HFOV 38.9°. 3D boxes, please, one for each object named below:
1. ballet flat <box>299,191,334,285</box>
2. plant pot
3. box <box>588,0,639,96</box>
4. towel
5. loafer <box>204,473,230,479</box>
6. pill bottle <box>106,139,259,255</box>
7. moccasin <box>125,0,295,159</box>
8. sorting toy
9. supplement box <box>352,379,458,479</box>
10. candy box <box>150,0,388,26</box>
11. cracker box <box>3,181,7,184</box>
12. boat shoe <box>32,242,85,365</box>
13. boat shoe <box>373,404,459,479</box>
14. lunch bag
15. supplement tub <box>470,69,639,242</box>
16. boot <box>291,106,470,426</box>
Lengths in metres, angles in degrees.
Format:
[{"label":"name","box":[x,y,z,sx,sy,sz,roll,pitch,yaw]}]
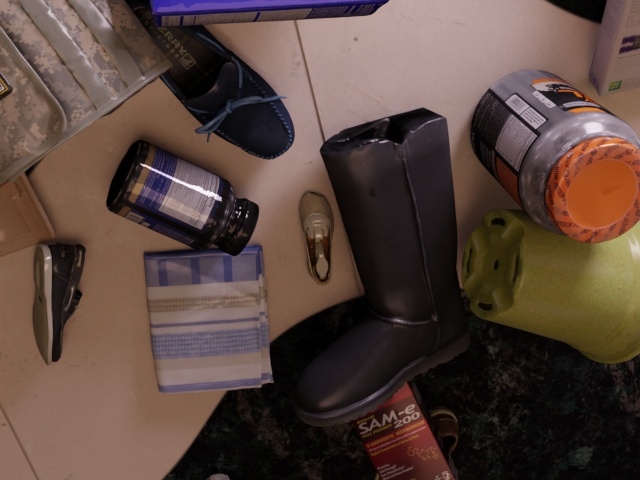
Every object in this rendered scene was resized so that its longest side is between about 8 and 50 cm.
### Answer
[{"label":"ballet flat","box":[0.000,0.000,1.534,0.057,0.052,0.168,-10,117,-4]},{"label":"plant pot","box":[0.384,0.053,1.493,0.253,0.276,0.276,9,114,-22]},{"label":"box","box":[0.551,-0.369,1.377,0.232,0.059,0.322,-13,147,-5]},{"label":"towel","box":[-0.193,0.141,1.580,0.209,0.034,0.285,-5,115,-6]},{"label":"loafer","box":[-0.262,0.574,1.739,0.111,0.112,0.320,16,113,-27]},{"label":"pill bottle","box":[-0.213,-0.059,1.424,0.219,0.123,0.123,26,109,-22]},{"label":"moccasin","box":[-0.175,-0.229,1.348,0.342,0.117,0.138,37,104,-24]},{"label":"sorting toy","box":[-0.544,-0.056,1.414,0.208,0.038,0.193,-18,118,3]},{"label":"supplement box","box":[0.148,0.361,1.677,0.130,0.073,0.240,-26,94,10]},{"label":"candy box","box":[-0.081,-0.432,1.212,0.317,0.122,0.268,-5,92,-10]},{"label":"cracker box","box":[-0.495,-0.194,1.291,0.155,0.067,0.232,-36,104,-4]},{"label":"boat shoe","box":[-0.429,0.108,1.492,0.079,0.084,0.233,-9,126,-34]},{"label":"boat shoe","box":[0.183,0.444,1.768,0.095,0.095,0.258,20,111,-20]},{"label":"lunch bag","box":[-0.387,-0.237,1.197,0.287,0.169,0.235,-41,105,-23]},{"label":"supplement tub","box":[0.365,-0.131,1.390,0.193,0.316,0.194,-5,118,-9]},{"label":"boot","box":[0.074,0.042,1.483,0.367,0.146,0.445,-28,126,-26]}]
